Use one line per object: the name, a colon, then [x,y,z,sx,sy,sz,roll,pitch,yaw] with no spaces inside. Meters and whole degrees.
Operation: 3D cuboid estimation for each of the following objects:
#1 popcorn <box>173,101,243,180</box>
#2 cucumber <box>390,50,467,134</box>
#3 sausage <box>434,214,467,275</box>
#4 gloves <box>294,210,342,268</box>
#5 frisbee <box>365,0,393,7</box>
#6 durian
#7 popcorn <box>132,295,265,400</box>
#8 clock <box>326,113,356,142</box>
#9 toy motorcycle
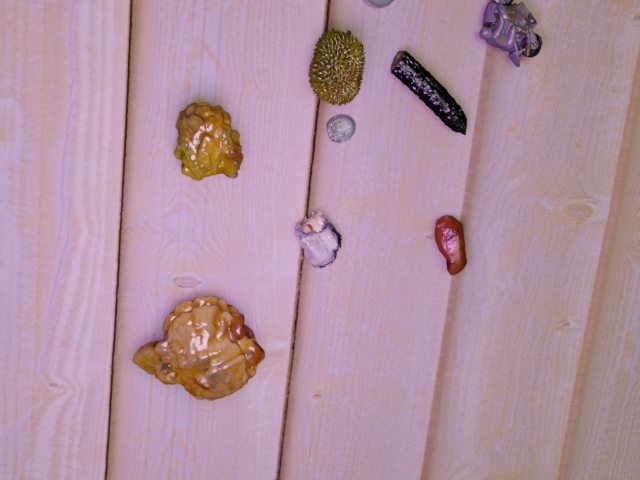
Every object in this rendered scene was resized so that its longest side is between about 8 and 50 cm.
popcorn: [-0.274,-0.241,1.174,0.155,0.197,0.198,-13,103,-26]
cucumber: [0.311,-0.401,1.332,0.300,0.072,0.072,37,90,-17]
sausage: [0.386,0.015,1.410,0.089,0.089,0.179,-17,101,-9]
gloves: [-0.002,0.000,1.329,0.114,0.070,0.153,-33,112,-14]
frisbee: [0.153,-0.674,1.275,0.110,0.014,0.110,-2,99,-12]
durian: [0.040,-0.442,1.217,0.146,0.159,0.198,1,96,-1]
popcorn: [-0.311,0.278,1.238,0.332,0.225,0.265,-3,105,0]
clock: [0.058,-0.308,1.319,0.083,0.010,0.074,-21,103,-9]
toy motorcycle: [0.518,-0.591,1.342,0.152,0.073,0.225,-36,104,-3]
